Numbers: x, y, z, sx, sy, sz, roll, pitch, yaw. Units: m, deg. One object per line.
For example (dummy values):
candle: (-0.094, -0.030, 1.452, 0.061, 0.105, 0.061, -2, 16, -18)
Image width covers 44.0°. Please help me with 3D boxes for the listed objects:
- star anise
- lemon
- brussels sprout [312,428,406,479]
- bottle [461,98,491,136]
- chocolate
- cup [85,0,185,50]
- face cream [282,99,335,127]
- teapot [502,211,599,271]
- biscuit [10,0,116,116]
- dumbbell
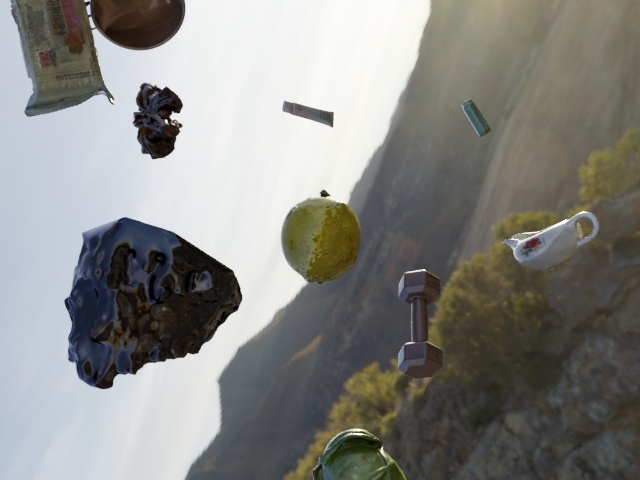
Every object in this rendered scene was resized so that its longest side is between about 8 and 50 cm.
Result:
star anise: (-0.427, -0.324, 2.120, 0.190, 0.125, 0.220, 126, 137, -53)
lemon: (0.000, 0.000, 1.689, 0.173, 0.173, 0.206, -57, -23, -68)
brussels sprout: (0.108, 0.652, 2.117, 0.259, 0.227, 0.294, 50, 162, 54)
bottle: (0.341, -0.269, 1.740, 0.030, 0.083, 0.030, -30, -6, -3)
chocolate: (-0.223, 0.107, 0.968, 0.224, 0.206, 0.177, -11, 51, 51)
cup: (-0.422, -0.527, 1.685, 0.191, 0.252, 0.200, 63, -175, -46)
face cream: (-0.022, -0.257, 1.602, 0.020, 0.115, 0.038, 146, 131, -60)
teapot: (0.479, 0.006, 1.630, 0.145, 0.092, 0.226, -24, -3, -44)
biscuit: (-0.512, -0.395, 1.517, 0.079, 0.186, 0.309, -6, 96, 66)
dumbbell: (0.206, 0.170, 1.645, 0.082, 0.092, 0.231, -31, 42, 40)
